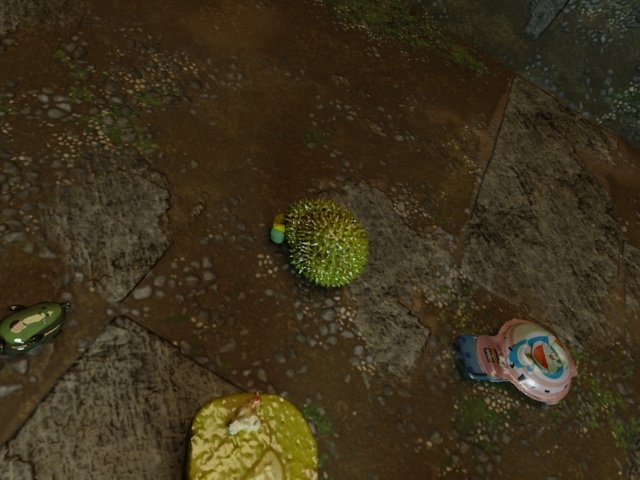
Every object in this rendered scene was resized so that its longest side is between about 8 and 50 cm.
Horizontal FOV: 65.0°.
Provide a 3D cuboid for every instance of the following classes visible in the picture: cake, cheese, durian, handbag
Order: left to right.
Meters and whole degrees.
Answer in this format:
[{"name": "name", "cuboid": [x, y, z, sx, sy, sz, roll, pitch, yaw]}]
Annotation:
[{"name": "handbag", "cuboid": [-0.430, 0.123, 0.751, 0.111, 0.047, 0.072, -32, 75, -36]}, {"name": "cake", "cuboid": [-0.099, 0.346, 0.683, 0.179, 0.156, 0.260, 5, 56, -14]}, {"name": "durian", "cuboid": [0.013, -0.005, 0.988, 0.159, 0.146, 0.198, -25, 73, -38]}, {"name": "cheese", "cuboid": [0.414, 0.246, 1.044, 0.286, 0.074, 0.188, 8, 52, -19]}]
